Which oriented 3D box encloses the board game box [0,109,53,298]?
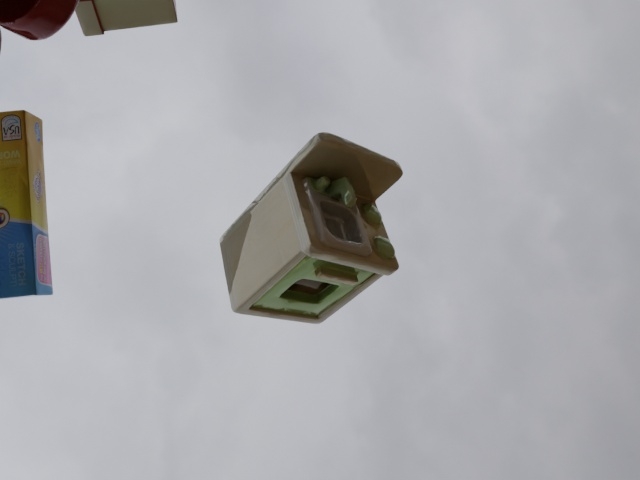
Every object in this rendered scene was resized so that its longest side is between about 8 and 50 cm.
[{"bbox_3d":[-0.598,-0.051,0.988,0.064,0.242,0.316,84,179,-86],"label":"board game box"}]

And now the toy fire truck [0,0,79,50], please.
[{"bbox_3d":[-0.373,-0.304,0.540,0.169,0.302,0.253,13,-122,-63],"label":"toy fire truck"}]

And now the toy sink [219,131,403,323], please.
[{"bbox_3d":[0.000,0.000,0.751,0.153,0.234,0.131,15,-134,-40],"label":"toy sink"}]

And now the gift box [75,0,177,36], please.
[{"bbox_3d":[-0.491,-0.666,1.344,0.258,0.255,0.276,-11,-44,-7],"label":"gift box"}]
